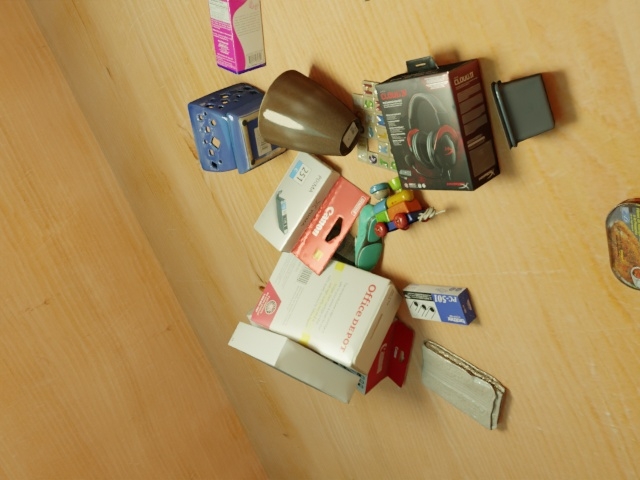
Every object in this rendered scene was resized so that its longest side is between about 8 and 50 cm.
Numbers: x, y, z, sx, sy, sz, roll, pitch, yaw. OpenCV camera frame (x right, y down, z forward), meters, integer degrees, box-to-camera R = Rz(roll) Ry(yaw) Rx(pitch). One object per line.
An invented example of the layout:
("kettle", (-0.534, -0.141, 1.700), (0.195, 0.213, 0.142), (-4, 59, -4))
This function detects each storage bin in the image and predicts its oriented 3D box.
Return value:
("storage bin", (0.402, -0.261, 1.086), (0.091, 0.098, 0.135), (-14, 106, 28))

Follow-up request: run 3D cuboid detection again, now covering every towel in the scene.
("towel", (0.417, 0.434, 1.656), (0.282, 0.049, 0.187), (28, 136, 39))

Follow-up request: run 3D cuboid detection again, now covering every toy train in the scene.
("toy train", (0.225, -0.108, 1.439), (0.248, 0.105, 0.143), (-27, 80, 57))

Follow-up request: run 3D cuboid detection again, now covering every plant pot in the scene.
("plant pot", (-0.012, -0.323, 1.498), (0.230, 0.215, 0.215), (28, 137, 23))
("plant pot", (-0.249, -0.349, 1.752), (0.212, 0.236, 0.235), (20, 131, 37))

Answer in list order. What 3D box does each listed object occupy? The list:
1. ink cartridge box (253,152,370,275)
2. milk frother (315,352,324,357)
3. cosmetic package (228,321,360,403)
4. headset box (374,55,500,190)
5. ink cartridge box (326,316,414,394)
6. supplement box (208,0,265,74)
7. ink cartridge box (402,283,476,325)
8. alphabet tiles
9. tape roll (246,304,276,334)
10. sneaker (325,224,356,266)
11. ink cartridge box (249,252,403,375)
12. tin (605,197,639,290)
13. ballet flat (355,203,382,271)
("ink cartridge box", (-0.033, -0.085, 1.672), (0.261, 0.066, 0.296), (39, 104, 27))
("milk frother", (-0.009, 0.310, 1.859), (0.129, 0.143, 0.134), (46, 172, 25))
("cosmetic package", (-0.094, 0.377, 1.735), (0.284, 0.097, 0.377), (31, 165, -25))
("headset box", (0.258, -0.266, 1.242), (0.218, 0.110, 0.293), (9, 123, 51))
("ink cartridge box", (0.157, 0.360, 1.865), (0.272, 0.130, 0.309), (35, 140, 33))
("supplement box", (-0.246, -0.622, 1.628), (0.114, 0.111, 0.220), (33, 138, 36))
("ink cartridge box", (0.333, 0.178, 1.563), (0.207, 0.046, 0.097), (0, 117, 53))
("alphabet tiles", (0.162, -0.295, 1.443), (0.198, 0.009, 0.237), (25, 135, 41))
("tape roll", (-0.124, 0.245, 2.007), (0.286, 0.286, 0.100), (-19, 99, 57))
("sneaker", (0.000, 0.000, 1.798), (0.297, 0.111, 0.129), (34, 149, 16))
("ink cartridge box", (0.019, 0.210, 1.711), (0.385, 0.279, 0.160), (20, 166, 31))
("tin", (0.614, 0.009, 1.060), (0.106, 0.040, 0.189), (13, 126, 53))
("ballet flat", (0.143, -0.012, 1.649), (0.247, 0.083, 0.087), (98, 155, -44))
